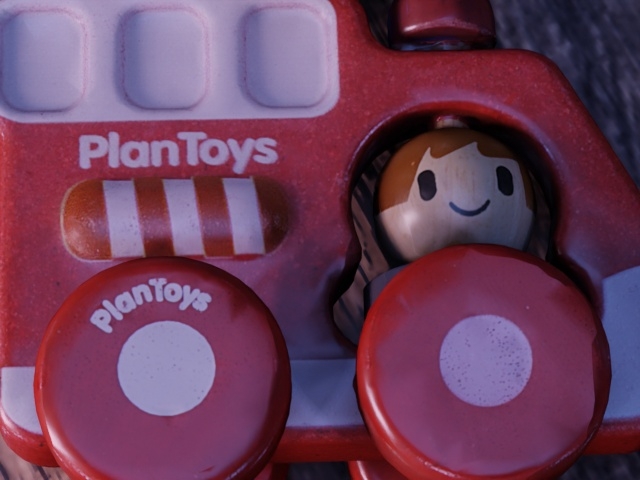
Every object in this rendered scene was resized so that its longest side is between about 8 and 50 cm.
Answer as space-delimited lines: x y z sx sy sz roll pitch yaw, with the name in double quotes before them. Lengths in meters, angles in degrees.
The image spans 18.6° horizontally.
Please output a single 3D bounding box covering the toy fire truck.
"toy fire truck" 0.000 0.000 0.844 0.302 0.169 0.254 -2 73 -1
